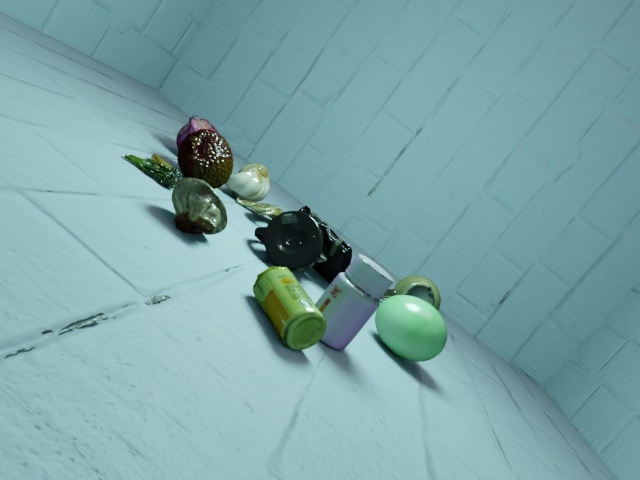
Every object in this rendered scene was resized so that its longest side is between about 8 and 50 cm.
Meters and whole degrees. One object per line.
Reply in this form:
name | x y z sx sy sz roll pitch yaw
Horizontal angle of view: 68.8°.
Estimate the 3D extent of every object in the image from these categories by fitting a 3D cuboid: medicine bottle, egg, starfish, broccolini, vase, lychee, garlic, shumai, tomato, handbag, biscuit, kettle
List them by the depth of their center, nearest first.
medicine bottle | -0.087 0.162 1.189 0.124 0.124 0.239 30 10 -40
medicine bottle | 0.084 0.175 1.340 0.152 0.254 0.152 37 7 -5
shumai | -0.367 -0.074 1.353 0.201 0.201 0.120 37 49 -1
broccolini | -0.577 -0.243 1.620 0.203 0.091 0.068 25 -34 -5
egg | 0.323 0.314 1.687 0.270 0.220 0.220 28 4 22
kettle | -0.103 0.029 1.727 0.271 0.251 0.207 60 15 -75
biscuit | -0.572 -0.255 1.761 0.118 0.029 0.247 39 5 -43
handbag | 0.000 0.000 1.899 0.342 0.152 0.288 43 -20 6
lychee | -0.473 -0.332 1.947 0.236 0.236 0.271 44 -9 39
starfish | -0.188 -0.102 2.215 0.432 0.082 0.324 31 -3 -43
garlic | -0.348 -0.264 2.263 0.281 0.203 0.184 -69 142 -67
tomato | -0.579 -0.440 2.280 0.289 0.176 0.335 56 10 -8
vase | 0.435 0.292 2.397 0.329 0.241 0.302 12 -5 2
